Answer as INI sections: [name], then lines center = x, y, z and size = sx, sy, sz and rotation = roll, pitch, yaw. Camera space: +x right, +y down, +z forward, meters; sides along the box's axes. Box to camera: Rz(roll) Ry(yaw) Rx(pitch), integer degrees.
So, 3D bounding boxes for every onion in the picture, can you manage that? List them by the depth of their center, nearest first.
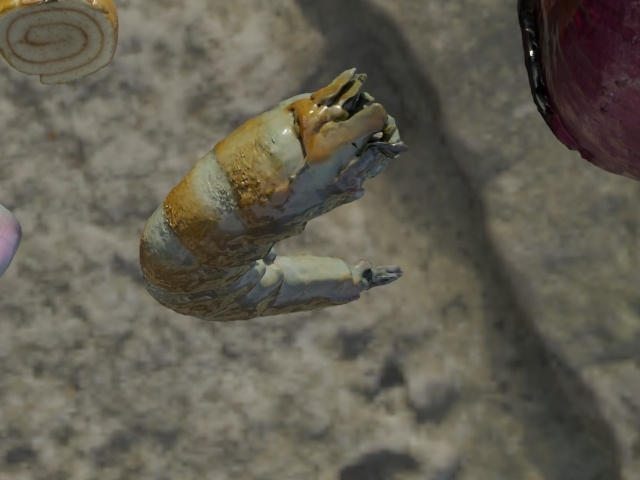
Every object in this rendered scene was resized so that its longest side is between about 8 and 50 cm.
[onion]
center = 0.243, -0.179, 1.012
size = 0.272, 0.230, 0.256
rotation = -21, 69, -19

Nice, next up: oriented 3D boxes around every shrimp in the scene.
[shrimp]
center = -0.030, 0.002, 1.106
size = 0.287, 0.185, 0.068
rotation = 79, -7, -61

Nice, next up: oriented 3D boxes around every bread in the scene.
[bread]
center = -0.317, -0.250, 1.969
size = 0.073, 0.149, 0.122
rotation = -104, -179, -57

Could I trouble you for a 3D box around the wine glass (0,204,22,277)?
[wine glass]
center = -0.295, 0.043, 1.335
size = 0.073, 0.073, 0.155
rotation = 47, 36, -37
